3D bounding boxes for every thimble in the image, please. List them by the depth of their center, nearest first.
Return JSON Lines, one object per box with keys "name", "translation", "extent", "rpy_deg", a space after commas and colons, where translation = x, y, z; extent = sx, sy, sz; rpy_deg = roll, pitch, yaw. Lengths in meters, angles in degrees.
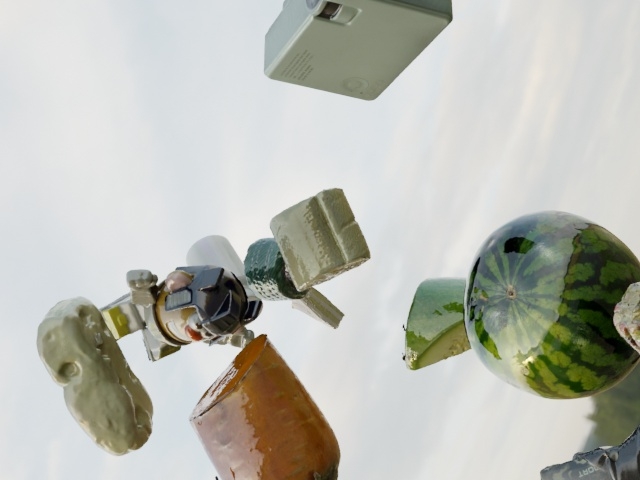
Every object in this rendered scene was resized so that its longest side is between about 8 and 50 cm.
{"name": "thimble", "translation": [-0.076, 0.056, 2.224], "extent": [0.135, 0.090, 0.118], "rpy_deg": [49, -129, -44]}

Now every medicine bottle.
{"name": "medicine bottle", "translation": [-0.194, 0.083, 2.369], "extent": [0.103, 0.187, 0.103], "rpy_deg": [-21, -39, -18]}

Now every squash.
{"name": "squash", "translation": [0.302, 0.135, 2.025], "extent": [0.111, 0.288, 0.203], "rpy_deg": [73, -149, -48]}

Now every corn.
{"name": "corn", "translation": [0.484, 0.147, 1.523], "extent": [0.280, 0.092, 0.092], "rpy_deg": [38, -113, -29]}

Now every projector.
{"name": "projector", "translation": [0.046, -0.310, 1.654], "extent": [0.256, 0.192, 0.099], "rpy_deg": [139, 134, -58]}

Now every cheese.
{"name": "cheese", "translation": [-0.356, 0.217, 1.866], "extent": [0.263, 0.093, 0.159], "rpy_deg": [62, -170, -9]}

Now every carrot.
{"name": "carrot", "translation": [-0.077, 0.327, 1.829], "extent": [0.193, 0.331, 0.214], "rpy_deg": [-38, -7, 31]}

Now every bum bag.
{"name": "bum bag", "translation": [0.374, 0.287, 1.422], "extent": [0.248, 0.102, 0.069], "rpy_deg": [-32, 17, 15]}

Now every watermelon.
{"name": "watermelon", "translation": [0.356, 0.101, 1.765], "extent": [0.285, 0.285, 0.285], "rpy_deg": [-56, -22, -37]}

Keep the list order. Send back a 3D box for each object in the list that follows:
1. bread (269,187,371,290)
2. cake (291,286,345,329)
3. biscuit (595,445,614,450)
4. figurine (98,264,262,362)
{"name": "bread", "translation": [0.000, 0.000, 2.051], "extent": [0.141, 0.148, 0.134], "rpy_deg": [67, -164, 11]}
{"name": "cake", "translation": [-0.004, 0.145, 2.489], "extent": [0.052, 0.121, 0.065], "rpy_deg": [-47, -11, -30]}
{"name": "biscuit", "translation": [0.438, 0.476, 1.738], "extent": [0.202, 0.047, 0.334], "rpy_deg": [147, 127, -73]}
{"name": "figurine", "translation": [-0.242, 0.124, 2.096], "extent": [0.308, 0.308, 0.143], "rpy_deg": [55, -153, -69]}
